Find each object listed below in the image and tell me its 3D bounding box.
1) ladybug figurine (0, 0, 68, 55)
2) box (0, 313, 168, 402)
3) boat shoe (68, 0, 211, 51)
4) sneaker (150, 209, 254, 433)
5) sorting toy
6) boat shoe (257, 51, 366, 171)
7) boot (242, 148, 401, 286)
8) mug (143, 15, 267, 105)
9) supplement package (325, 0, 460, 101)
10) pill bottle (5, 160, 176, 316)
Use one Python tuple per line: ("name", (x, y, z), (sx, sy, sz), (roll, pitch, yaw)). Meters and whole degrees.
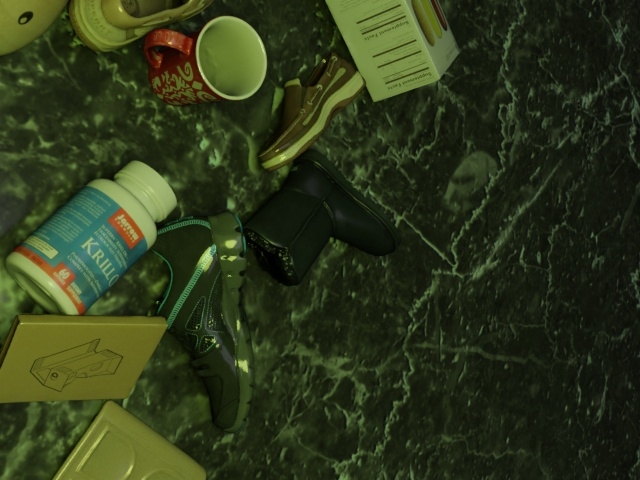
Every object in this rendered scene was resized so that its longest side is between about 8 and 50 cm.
("ladybug figurine", (-0.414, -0.454, 1.009), (0.305, 0.162, 0.448), (-2, 89, -39))
("box", (-0.326, 0.160, 1.115), (0.201, 0.021, 0.164), (5, 131, -37))
("boat shoe", (-0.202, -0.372, 1.184), (0.121, 0.110, 0.341), (59, 45, -24))
("sneaker", (-0.175, 0.127, 1.257), (0.140, 0.125, 0.340), (-6, 98, -9))
("sorting toy", (-0.266, 0.407, 1.221), (0.307, 0.041, 0.229), (46, 60, -28))
("boat shoe", (-0.032, -0.217, 1.363), (0.095, 0.095, 0.257), (50, 54, -16))
("boot", (0.000, 0.000, 1.376), (0.246, 0.094, 0.207), (45, 61, -21))
("mug", (-0.180, -0.261, 1.192), (0.150, 0.169, 0.113), (47, 64, -27))
("supplement package", (0.117, -0.385, 1.416), (0.244, 0.134, 0.139), (61, 36, -21))
("pill bottle", (-0.302, -0.006, 1.130), (0.221, 0.124, 0.124), (-49, 118, -26))
